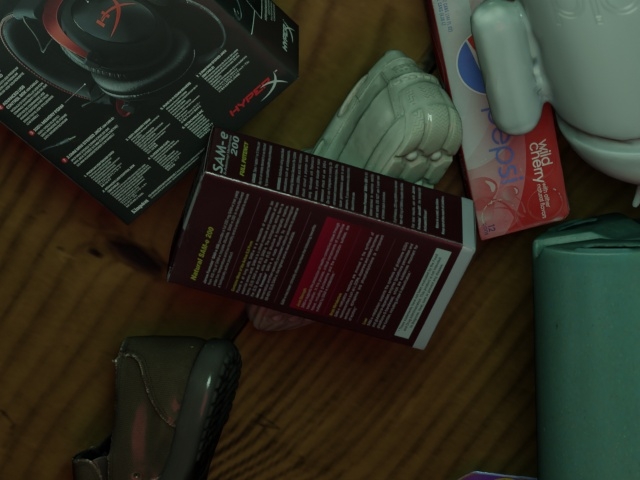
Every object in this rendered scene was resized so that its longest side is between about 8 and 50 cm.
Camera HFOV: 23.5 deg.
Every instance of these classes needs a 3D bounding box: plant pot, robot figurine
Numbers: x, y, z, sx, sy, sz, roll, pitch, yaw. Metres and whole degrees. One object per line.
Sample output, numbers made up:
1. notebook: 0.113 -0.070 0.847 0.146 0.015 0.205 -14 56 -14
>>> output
1. plant pot: 0.337 0.146 1.418 0.341 0.341 0.334 -9 98 -1
2. robot figurine: 0.269 -0.189 1.264 0.300 0.200 0.353 -21 125 7

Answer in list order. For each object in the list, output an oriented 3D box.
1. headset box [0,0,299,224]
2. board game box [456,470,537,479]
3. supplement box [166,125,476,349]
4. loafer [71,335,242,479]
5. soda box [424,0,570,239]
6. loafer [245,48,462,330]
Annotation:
1. headset box: -0.194 -0.189 1.307 0.218 0.110 0.293 -40 115 22
2. board game box: 0.205 0.310 1.644 0.168 0.033 0.133 6 127 2
3. supplement box: 0.000 0.000 1.328 0.239 0.073 0.130 16 129 -10
4. loafer: -0.187 0.247 1.559 0.130 0.134 0.366 21 105 10
5. soda box: 0.157 -0.138 1.396 0.092 0.083 0.263 -14 118 2
6. loafer: 0.019 -0.038 1.430 0.112 0.111 0.319 4 136 -39
